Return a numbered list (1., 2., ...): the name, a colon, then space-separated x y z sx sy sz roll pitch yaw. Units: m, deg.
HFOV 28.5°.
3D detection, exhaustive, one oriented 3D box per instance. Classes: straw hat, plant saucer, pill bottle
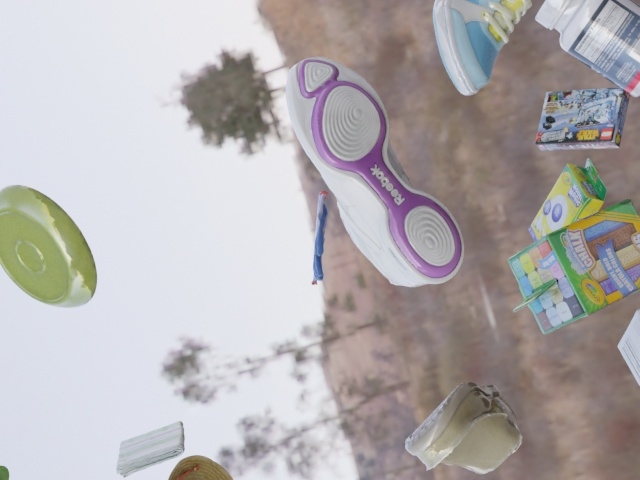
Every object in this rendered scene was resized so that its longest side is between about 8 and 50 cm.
1. straw hat: -0.160 0.332 1.526 0.144 0.061 0.144 28 -127 -47
2. plant saucer: -0.479 0.020 2.128 0.037 0.241 0.241 -43 -59 -42
3. pill bottle: 0.392 -0.288 1.734 0.180 0.108 0.108 35 -171 5

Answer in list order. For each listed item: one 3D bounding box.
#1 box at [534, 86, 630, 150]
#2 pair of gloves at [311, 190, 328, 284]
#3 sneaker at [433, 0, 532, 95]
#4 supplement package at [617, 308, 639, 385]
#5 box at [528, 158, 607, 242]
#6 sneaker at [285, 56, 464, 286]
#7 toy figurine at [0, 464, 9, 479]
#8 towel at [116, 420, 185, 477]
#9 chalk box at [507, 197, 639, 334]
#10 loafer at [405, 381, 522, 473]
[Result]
1. box: 0.407 -0.188 1.960 0.027 0.137 0.093 32 -112 -45
2. pair of gloves: 0.000 0.000 2.266 0.198 0.023 0.159 93 -178 -81
3. sneaker: 0.290 -0.373 1.928 0.127 0.208 0.319 46 -139 -45
4. supplement package: 0.662 0.224 2.112 0.145 0.204 0.261 94 155 -59
5. box: 0.438 -0.052 2.229 0.105 0.043 0.179 -107 36 -50
6. sneaker: 0.041 -0.069 1.486 0.305 0.114 0.152 59 157 -1
7. toy figurine: -0.490 0.470 1.993 0.159 0.173 0.130 31 -167 16
8. towel: -0.271 0.336 2.037 0.152 0.113 0.023 -131 23 -81
9. chalk box: 0.374 0.047 1.859 0.132 0.213 0.132 66 154 8
10. loafer: 0.185 0.228 1.499 0.092 0.102 0.268 46 -162 16
